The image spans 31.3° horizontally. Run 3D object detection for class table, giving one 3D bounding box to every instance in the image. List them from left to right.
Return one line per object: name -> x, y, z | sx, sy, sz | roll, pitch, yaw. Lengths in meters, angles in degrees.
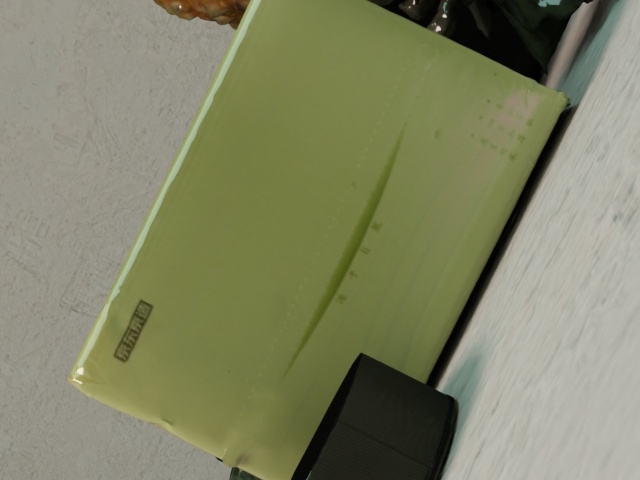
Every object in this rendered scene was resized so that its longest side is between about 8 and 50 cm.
table -> 0.005, 0.113, 0.455 | 0.133, 0.043, 0.133 | -63, -2, -4

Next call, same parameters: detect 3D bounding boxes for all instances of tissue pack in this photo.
tissue pack -> 0.000, 0.000, 0.582 | 0.234, 0.159, 0.125 | -63, -1, 3

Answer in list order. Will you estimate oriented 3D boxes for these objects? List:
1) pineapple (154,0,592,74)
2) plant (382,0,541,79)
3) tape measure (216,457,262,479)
pineapple -> 0.029, -0.189, 0.674 | 0.169, 0.340, 0.169 | -28, -54, -49
plant -> 0.075, -0.107, 0.815 | 0.256, 0.142, 0.164 | -80, 12, -51
tape measure -> -0.004, 0.087, 0.916 | 0.199, 0.112, 0.186 | -72, -1, -58
